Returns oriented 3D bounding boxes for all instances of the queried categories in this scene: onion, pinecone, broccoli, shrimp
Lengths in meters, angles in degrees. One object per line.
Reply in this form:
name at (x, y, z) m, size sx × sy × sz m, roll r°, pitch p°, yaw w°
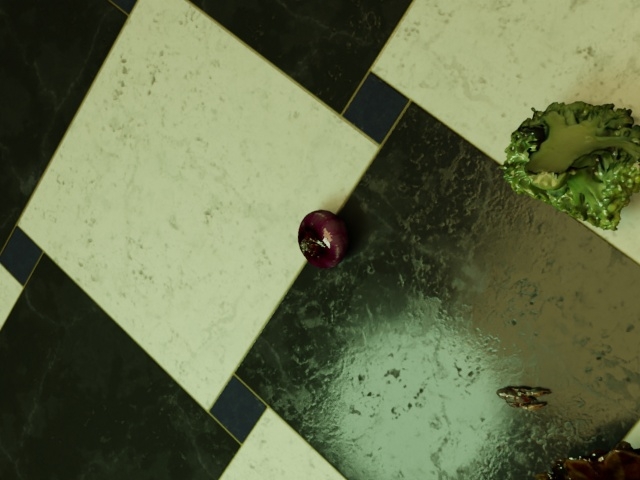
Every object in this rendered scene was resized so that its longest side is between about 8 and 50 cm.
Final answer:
onion at (0.000, 0.000, 1.828) m, size 0.115 × 0.104 × 0.115 m, roll 16°, pitch 116°, yaw 36°
pinecone at (0.464, 0.462, 1.511) m, size 0.298 × 0.242 × 0.296 m, roll -5°, pitch 86°, yaw 23°
broccoli at (0.404, -0.096, 1.558) m, size 0.242 × 0.273 × 0.180 m, roll 16°, pitch 131°, yaw 28°
shrimp at (0.352, 0.276, 1.688) m, size 0.092 × 0.029 × 0.038 m, roll -3°, pitch 88°, yaw 24°
